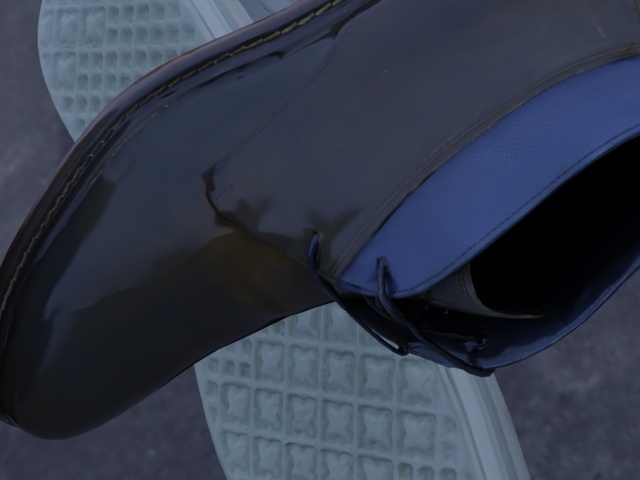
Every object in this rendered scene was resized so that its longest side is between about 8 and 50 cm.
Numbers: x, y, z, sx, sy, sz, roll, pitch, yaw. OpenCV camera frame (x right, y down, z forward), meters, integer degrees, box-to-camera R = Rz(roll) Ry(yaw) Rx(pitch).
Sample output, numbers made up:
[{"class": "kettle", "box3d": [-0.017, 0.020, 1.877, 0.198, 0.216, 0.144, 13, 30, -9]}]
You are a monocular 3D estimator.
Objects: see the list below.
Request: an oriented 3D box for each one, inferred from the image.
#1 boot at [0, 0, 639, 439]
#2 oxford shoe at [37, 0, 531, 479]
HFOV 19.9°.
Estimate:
[{"class": "boot", "box3d": [0.000, 0.000, 0.460, 0.219, 0.082, 0.106, -43, 44, 14]}, {"class": "oxford shoe", "box3d": [0.002, 0.014, 0.911, 0.169, 0.130, 0.449, -48, 58, 31]}]
